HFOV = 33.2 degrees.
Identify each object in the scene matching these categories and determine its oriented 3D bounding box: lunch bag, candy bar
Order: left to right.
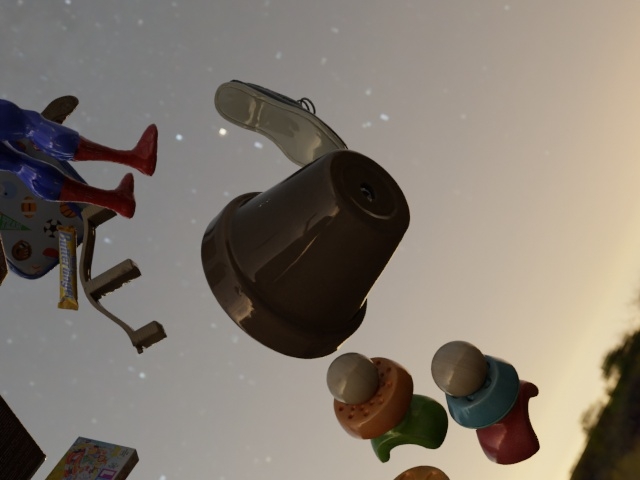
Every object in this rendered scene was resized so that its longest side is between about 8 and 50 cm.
[{"bbox_3d":[-0.582,-0.092,2.080,0.243,0.303,0.115,-44,12,-14],"label":"lunch bag"},{"bbox_3d":[-0.463,0.049,1.967,0.018,0.040,0.161,-53,-35,-75],"label":"candy bar"}]

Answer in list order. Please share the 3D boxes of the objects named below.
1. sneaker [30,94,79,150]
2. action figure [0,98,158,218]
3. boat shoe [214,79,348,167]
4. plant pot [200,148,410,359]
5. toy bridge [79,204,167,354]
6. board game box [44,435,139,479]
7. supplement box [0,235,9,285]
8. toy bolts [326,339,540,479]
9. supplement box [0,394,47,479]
[{"bbox_3d":[-0.487,-0.212,1.967,0.118,0.042,0.067,-46,-19,-26],"label":"sneaker"},{"bbox_3d":[-0.271,-0.109,0.809,0.091,0.280,0.139,-56,33,40],"label":"action figure"},{"bbox_3d":[-0.055,-0.191,1.773,0.079,0.254,0.095,-34,-35,-58],"label":"boat shoe"},{"bbox_3d":[0.000,0.000,1.496,0.229,0.263,0.263,-44,-4,36],"label":"plant pot"},{"bbox_3d":[-0.229,0.044,1.181,0.063,0.188,0.026,-29,-26,5],"label":"toy bridge"},{"bbox_3d":[-0.348,0.356,1.568,0.154,0.103,0.026,-56,-33,-48],"label":"board game box"},{"bbox_3d":[-0.468,0.020,1.481,0.043,0.055,0.083,-86,-10,-65],"label":"supplement box"},{"bbox_3d":[0.115,0.205,1.181,0.158,0.228,0.218,46,-148,-36],"label":"toy bolts"},{"bbox_3d":[-0.360,0.168,1.034,0.073,0.130,0.239,-55,-16,-24],"label":"supplement box"}]
